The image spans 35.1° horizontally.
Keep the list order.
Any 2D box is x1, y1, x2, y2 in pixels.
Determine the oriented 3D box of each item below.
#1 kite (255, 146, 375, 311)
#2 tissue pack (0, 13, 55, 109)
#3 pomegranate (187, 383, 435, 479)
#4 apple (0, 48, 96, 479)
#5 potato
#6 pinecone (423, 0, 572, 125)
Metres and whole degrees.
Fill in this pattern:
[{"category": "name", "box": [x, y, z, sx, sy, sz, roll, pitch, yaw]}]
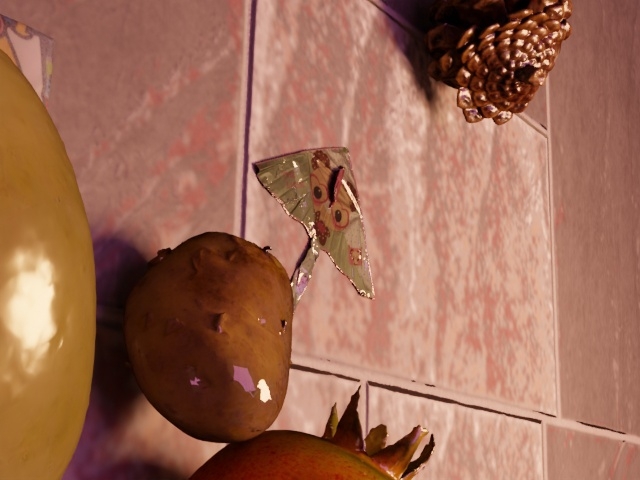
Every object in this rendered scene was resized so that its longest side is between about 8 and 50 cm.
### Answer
[{"category": "kite", "box": [-0.001, 0.000, 1.012, 0.229, 0.012, 0.250, 50, 46, -36]}, {"category": "tissue pack", "box": [-0.245, -0.095, 0.634, 0.155, 0.065, 0.116, 21, 65, -52]}, {"category": "pomegranate", "box": [-0.005, 0.235, 0.754, 0.257, 0.221, 0.221, -54, 130, -13]}, {"category": "apple", "box": [-0.240, 0.027, 0.419, 0.254, 0.292, 0.292, -10, 90, -40]}, {"category": "potato", "box": [-0.083, 0.075, 0.765, 0.137, 0.137, 0.176, 58, 26, -29]}, {"category": "pinecone", "box": [0.216, -0.261, 1.244, 0.168, 0.185, 0.212, 34, 32, -18]}]
